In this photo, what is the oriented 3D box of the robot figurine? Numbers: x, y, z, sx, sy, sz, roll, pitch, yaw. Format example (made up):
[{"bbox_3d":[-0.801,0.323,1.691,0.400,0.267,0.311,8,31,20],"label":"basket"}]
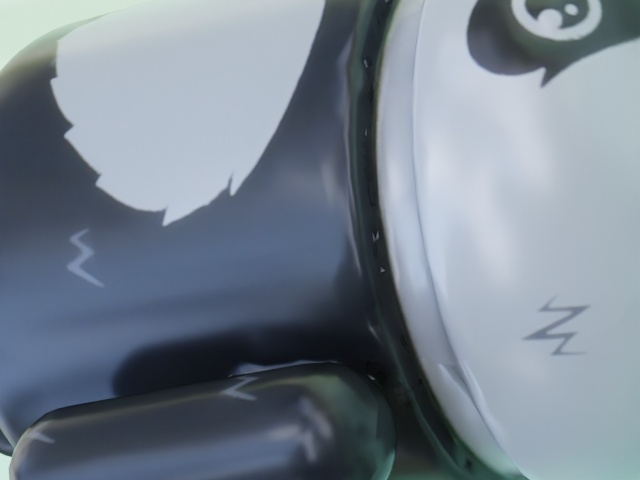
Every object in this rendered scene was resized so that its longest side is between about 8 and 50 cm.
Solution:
[{"bbox_3d":[0.000,-0.003,0.460,0.278,0.173,0.209,-9,68,30],"label":"robot figurine"}]
